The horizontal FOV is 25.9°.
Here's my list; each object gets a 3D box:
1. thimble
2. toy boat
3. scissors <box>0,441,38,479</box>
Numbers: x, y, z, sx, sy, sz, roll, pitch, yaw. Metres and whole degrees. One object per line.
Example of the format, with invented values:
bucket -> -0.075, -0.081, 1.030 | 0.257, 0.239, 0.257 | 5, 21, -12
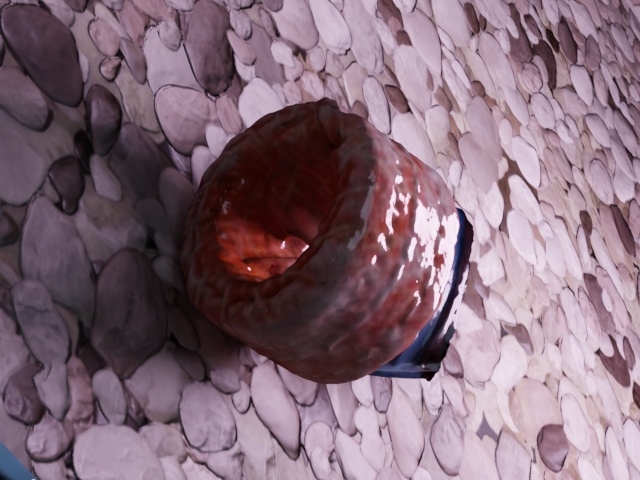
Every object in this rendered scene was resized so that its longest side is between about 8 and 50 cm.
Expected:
thimble -> 0.000, 0.000, 1.245 | 0.162, 0.239, 0.239 | 36, 43, -40
toy boat -> 0.075, 0.026, 1.449 | 0.142, 0.129, 0.309 | 25, 44, -9
scissors -> -0.285, 0.093, 0.935 | 0.393, 0.032, 0.180 | 51, 35, -23
